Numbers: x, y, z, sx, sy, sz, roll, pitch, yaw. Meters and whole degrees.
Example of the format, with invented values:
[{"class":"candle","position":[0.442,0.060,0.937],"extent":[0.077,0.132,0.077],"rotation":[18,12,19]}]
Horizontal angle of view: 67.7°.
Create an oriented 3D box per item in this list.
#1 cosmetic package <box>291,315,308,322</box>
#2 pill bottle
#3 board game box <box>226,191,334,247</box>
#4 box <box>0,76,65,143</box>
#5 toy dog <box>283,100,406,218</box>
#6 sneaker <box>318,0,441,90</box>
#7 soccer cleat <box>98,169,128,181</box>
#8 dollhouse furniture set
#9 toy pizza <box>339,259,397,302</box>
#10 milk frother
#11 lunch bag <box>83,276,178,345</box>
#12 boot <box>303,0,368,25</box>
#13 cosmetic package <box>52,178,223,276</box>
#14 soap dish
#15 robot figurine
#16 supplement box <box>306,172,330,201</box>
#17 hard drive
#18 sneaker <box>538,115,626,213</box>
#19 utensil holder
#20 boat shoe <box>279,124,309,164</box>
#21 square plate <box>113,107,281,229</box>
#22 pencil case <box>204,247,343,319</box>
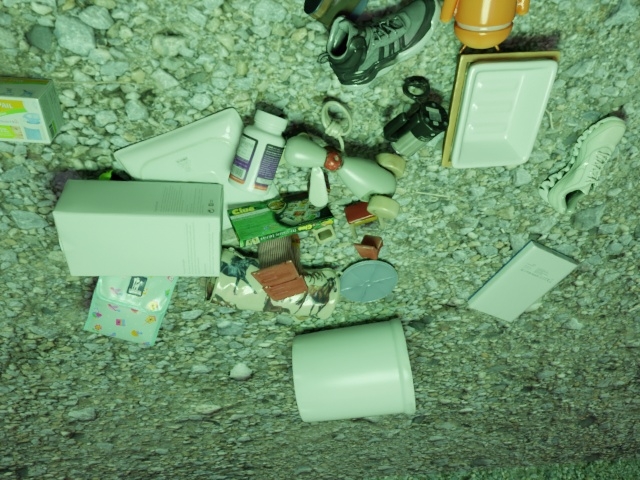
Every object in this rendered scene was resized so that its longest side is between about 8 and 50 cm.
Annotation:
[{"class":"cosmetic package","position":[-0.044,0.232,1.641],"extent":[0.115,0.060,0.041],"rotation":[-28,128,16]},{"class":"pill bottle","position":[-0.150,-0.218,1.178],"extent":[0.108,0.108,0.193],"rotation":[17,104,-19]},{"class":"board game box","position":[-0.107,-0.063,1.279],"extent":[0.260,0.136,0.030],"rotation":[-14,137,-17]},{"class":"box","position":[-0.714,-0.298,1.079],"extent":[0.203,0.103,0.114],"rotation":[1,131,-7]},{"class":"toy dog","position":[0.063,-0.172,1.227],"extent":[0.334,0.220,0.161],"rotation":[39,161,-12]},{"class":"sneaker","position":[0.121,-0.436,1.012],"extent":[0.269,0.101,0.153],"rotation":[-33,156,26]},{"class":"soccer cleat","position":[-0.512,-0.116,1.281],"extent":[0.072,0.060,0.179],"rotation":[-14,133,36]},{"class":"dollhouse furniture set","position":[0.000,0.000,1.323],"extent":[0.374,0.201,0.152],"rotation":[-19,139,6]},{"class":"toy pizza","position":[0.157,0.133,1.594],"extent":[0.202,0.032,0.201],"rotation":[-4,132,-4]},{"class":"milk frother","position":[0.230,-0.307,1.184],"extent":[0.129,0.143,0.135],"rotation":[22,154,-19]},{"class":"lunch bag","position":[-0.579,0.173,1.473],"extent":[0.224,0.160,0.262],"rotation":[20,115,-18]},{"class":"boot","position":[0.066,-0.543,0.984],"extent":[0.106,0.082,0.219],"rotation":[14,127,-45]},{"class":"cosmetic package","position":[-0.451,-0.028,1.237],"extent":[0.385,0.156,0.217],"rotation":[3,130,-10]},{"class":"soap dish","position":[0.421,-0.321,1.165],"extent":[0.229,0.118,0.290],"rotation":[-4,132,-4]},{"class":"robot figurine","position":[0.345,-0.503,0.997],"extent":[0.158,0.128,0.219],"rotation":[-32,137,-26]},{"class":"supplement box","position":[-0.006,-0.143,1.300],"extent":[0.043,0.083,0.055],"rotation":[17,127,-20]},{"class":"hard drive","position":[0.696,0.150,1.658],"extent":[0.210,0.040,0.318],"rotation":[20,126,-22]},{"class":"sneaker","position":[0.736,-0.198,1.311],"extent":[0.110,0.118,0.292],"rotation":[14,127,-15]},{"class":"utensil holder","position":[0.115,0.461,1.687],"extent":[0.386,0.327,0.327],"rotation":[-8,131,4]},{"class":"boat shoe","position":[-0.085,-0.243,1.236],"extent":[0.133,0.042,0.049],"rotation":[-39,144,25]},{"class":"square plate","position":[-0.314,-0.146,1.290],"extent":[0.348,0.049,0.344],"rotation":[-18,131,9]},{"class":"pencil case","position":[-0.143,0.135,1.478],"extent":[0.411,0.160,0.183],"rotation":[11,104,-15]}]
